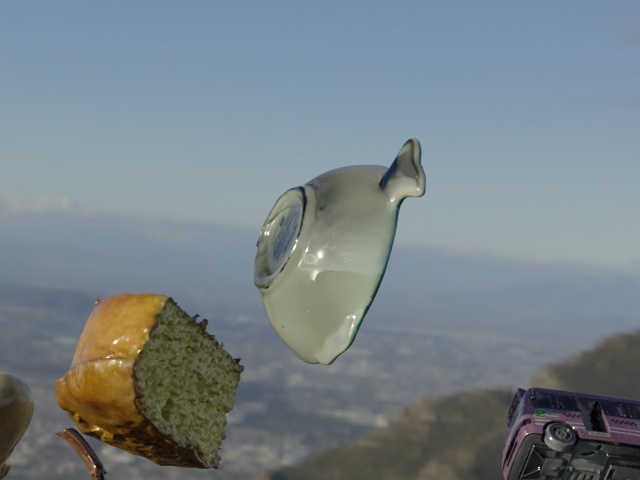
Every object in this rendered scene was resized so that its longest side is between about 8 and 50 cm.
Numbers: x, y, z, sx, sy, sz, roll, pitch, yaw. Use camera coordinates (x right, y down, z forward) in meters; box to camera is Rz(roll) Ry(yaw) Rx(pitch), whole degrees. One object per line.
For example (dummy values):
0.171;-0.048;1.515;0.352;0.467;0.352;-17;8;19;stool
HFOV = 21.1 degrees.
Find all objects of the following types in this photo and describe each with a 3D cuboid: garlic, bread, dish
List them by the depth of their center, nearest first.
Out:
0.000;0.000;1.588;0.078;0.246;0.224;23;34;-20;dish
-0.357;0.185;1.650;0.174;0.099;0.124;-35;-23;-16;garlic
-0.253;0.191;2.385;0.179;0.194;0.340;7;-22;24;bread

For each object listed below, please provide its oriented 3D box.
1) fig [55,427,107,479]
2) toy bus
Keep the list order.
-0.202;0.268;1.516;0.133;0.201;0.146;9;-44;-5;fig
0.267;0.201;1.685;0.178;0.087;0.098;8;37;-11;toy bus
